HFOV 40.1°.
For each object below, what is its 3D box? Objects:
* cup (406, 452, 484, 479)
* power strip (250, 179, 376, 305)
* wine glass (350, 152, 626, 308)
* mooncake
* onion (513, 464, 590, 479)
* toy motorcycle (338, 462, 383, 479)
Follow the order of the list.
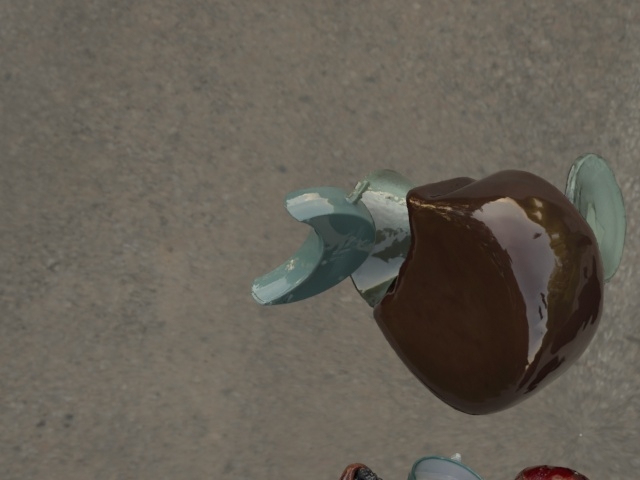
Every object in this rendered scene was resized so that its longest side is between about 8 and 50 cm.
[{"bbox_3d":[0.220,0.526,1.659,0.168,0.299,0.173,25,115,7],"label":"cup"},{"bbox_3d":[0.000,0.000,1.255,0.168,0.253,0.054,-8,55,-29],"label":"power strip"},{"bbox_3d":[0.268,-0.020,1.442,0.406,0.267,0.267,-8,74,41],"label":"wine glass"},{"bbox_3d":[0.218,0.069,1.181,0.334,0.174,0.325,12,119,52],"label":"mooncake"},{"bbox_3d":[0.276,0.349,1.032,0.150,0.150,0.140,35,64,20],"label":"onion"},{"bbox_3d":[0.087,0.477,1.549,0.084,0.212,0.118,-21,27,-22],"label":"toy motorcycle"}]
